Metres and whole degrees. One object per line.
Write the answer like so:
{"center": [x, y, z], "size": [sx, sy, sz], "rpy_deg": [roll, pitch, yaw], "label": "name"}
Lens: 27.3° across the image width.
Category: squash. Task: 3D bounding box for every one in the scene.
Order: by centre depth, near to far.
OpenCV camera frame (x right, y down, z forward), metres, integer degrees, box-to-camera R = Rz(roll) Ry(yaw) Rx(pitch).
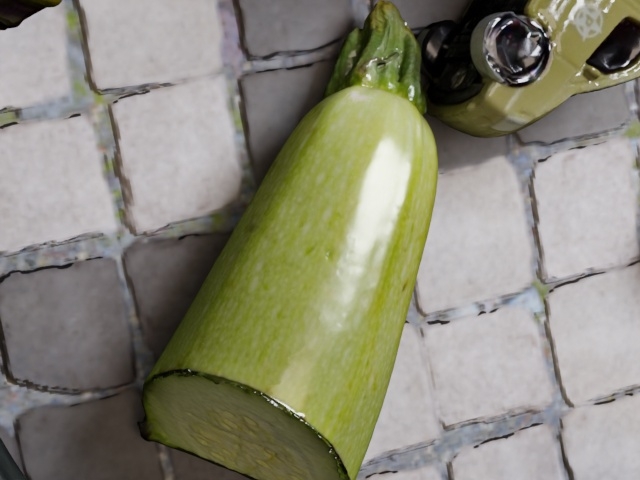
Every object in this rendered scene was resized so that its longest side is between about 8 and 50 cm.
{"center": [0.008, 0.004, 0.719], "size": [0.137, 0.137, 0.287], "rpy_deg": [25, 87, -17], "label": "squash"}

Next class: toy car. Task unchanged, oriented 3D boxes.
{"center": [0.164, -0.160, 0.765], "size": [0.124, 0.101, 0.256], "rpy_deg": [31, 85, -19], "label": "toy car"}

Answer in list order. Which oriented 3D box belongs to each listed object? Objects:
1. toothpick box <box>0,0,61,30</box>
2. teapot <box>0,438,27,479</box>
{"center": [-0.171, -0.242, 0.622], "size": [0.175, 0.175, 0.271], "rpy_deg": [9, 95, -17], "label": "toothpick box"}
{"center": [-0.264, 0.218, 0.533], "size": [0.362, 0.376, 0.305], "rpy_deg": [-32, 103, -14], "label": "teapot"}
